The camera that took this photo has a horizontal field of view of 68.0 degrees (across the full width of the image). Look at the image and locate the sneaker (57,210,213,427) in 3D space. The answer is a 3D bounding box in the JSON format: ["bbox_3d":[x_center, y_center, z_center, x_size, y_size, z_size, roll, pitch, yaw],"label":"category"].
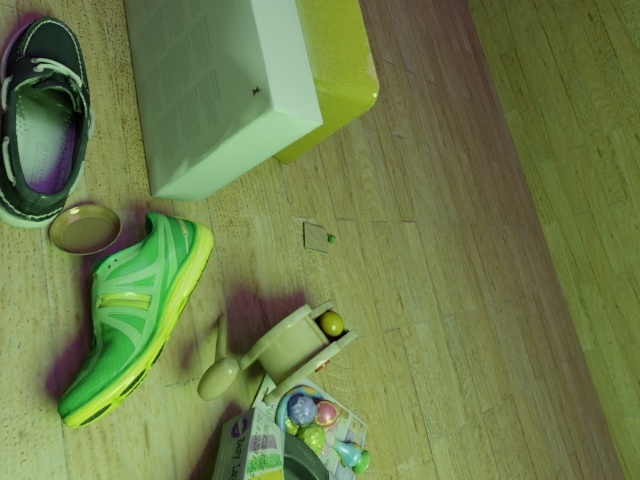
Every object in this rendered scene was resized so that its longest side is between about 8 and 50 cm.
[{"bbox_3d":[-0.241,0.086,0.596,0.123,0.109,0.296,27,52,-10],"label":"sneaker"}]

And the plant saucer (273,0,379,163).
[{"bbox_3d":[-0.063,-0.324,0.785,0.081,0.332,0.333,-12,88,-29],"label":"plant saucer"}]

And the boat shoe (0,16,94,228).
[{"bbox_3d":[-0.338,-0.166,0.597,0.114,0.091,0.303,9,66,-44],"label":"boat shoe"}]

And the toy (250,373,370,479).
[{"bbox_3d":[-0.001,0.302,0.767,0.237,0.056,0.137,45,44,-23],"label":"toy"}]

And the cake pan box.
[{"bbox_3d":[-0.042,0.383,0.601,0.246,0.070,0.267,52,17,-22],"label":"cake pan box"}]

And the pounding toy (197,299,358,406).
[{"bbox_3d":[-0.053,0.130,0.694,0.155,0.154,0.269,52,26,12],"label":"pounding toy"}]

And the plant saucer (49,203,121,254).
[{"bbox_3d":[-0.296,-0.011,0.604,0.083,0.015,0.083,6,50,-7],"label":"plant saucer"}]

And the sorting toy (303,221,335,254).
[{"bbox_3d":[0.000,0.000,0.938,0.083,0.012,0.062,16,57,-38],"label":"sorting toy"}]

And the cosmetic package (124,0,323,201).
[{"bbox_3d":[-0.162,-0.282,0.691,0.097,0.284,0.377,1,72,-46],"label":"cosmetic package"}]
